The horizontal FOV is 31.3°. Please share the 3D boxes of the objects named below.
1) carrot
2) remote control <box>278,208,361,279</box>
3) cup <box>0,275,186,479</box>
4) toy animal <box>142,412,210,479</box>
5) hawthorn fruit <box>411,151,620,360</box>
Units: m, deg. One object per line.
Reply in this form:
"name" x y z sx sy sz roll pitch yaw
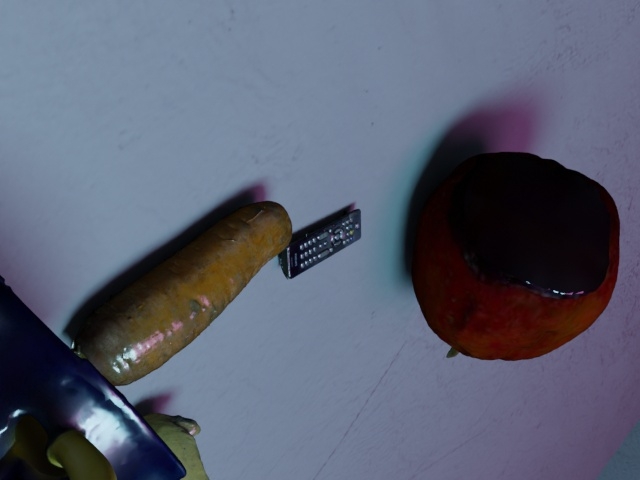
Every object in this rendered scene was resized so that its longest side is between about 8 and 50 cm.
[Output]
"carrot" -0.087 0.032 0.778 0.186 0.060 0.060 -39 148 -29
"remote control" 0.000 0.000 0.924 0.091 0.016 0.034 -28 125 -42
"cup" -0.210 0.138 0.533 0.256 0.178 0.255 -46 179 -17
"toy animal" -0.160 0.196 0.819 0.218 0.103 0.101 -33 125 -33
"hawthorn fruit" 0.169 0.032 1.045 0.189 0.189 0.251 -32 147 -38
